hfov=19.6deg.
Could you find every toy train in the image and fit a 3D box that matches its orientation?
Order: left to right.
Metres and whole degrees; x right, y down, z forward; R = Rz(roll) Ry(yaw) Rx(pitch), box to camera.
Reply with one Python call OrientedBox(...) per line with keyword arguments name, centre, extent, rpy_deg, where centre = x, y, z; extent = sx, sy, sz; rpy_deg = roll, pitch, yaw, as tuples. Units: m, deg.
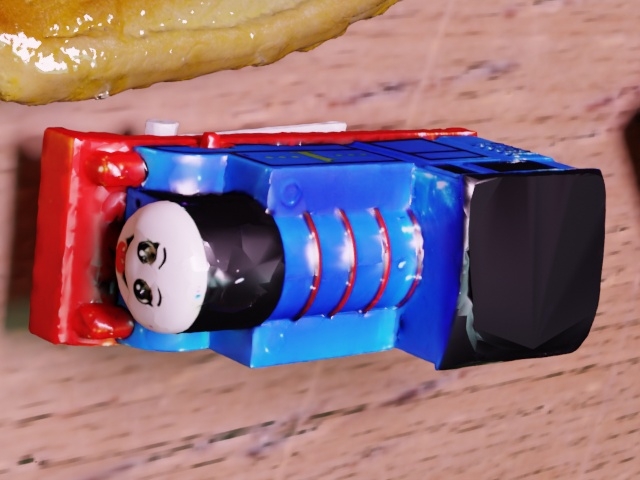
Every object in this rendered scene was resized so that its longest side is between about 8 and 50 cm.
OrientedBox(name="toy train", centre=(0.000, 0.000, 0.714), extent=(0.204, 0.131, 0.083), rpy_deg=(-5, 107, -39))

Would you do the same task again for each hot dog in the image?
OrientedBox(name="hot dog", centre=(-0.043, -0.092, 0.705), extent=(0.215, 0.047, 0.066), rpy_deg=(-22, 81, -34))
